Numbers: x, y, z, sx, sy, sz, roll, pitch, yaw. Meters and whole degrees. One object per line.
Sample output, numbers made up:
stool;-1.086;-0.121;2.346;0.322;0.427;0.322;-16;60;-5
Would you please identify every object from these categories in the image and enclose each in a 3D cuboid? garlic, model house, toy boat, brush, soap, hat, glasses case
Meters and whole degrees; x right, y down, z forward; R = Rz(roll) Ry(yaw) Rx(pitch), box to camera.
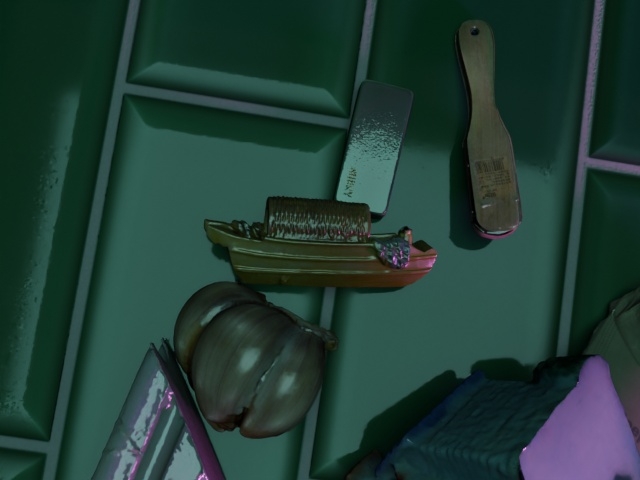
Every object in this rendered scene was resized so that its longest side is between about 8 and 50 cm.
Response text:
garlic;-0.094;0.151;1.236;0.214;0.160;0.191;35;76;-2
model house;0.206;0.324;1.225;0.252;0.329;0.295;-41;112;-43
toy boat;0.000;0.000;1.285;0.310;0.089;0.115;2;103;-6
brush;0.228;-0.154;1.358;0.070;0.065;0.327;-4;73;1
soap;-0.145;0.306;1.210;0.258;0.159;0.302;21;83;2
hat;0.469;0.175;1.269;0.214;0.149;0.245;40;43;0
glasses case;0.073;-0.127;1.345;0.078;0.039;0.184;14;82;-3
